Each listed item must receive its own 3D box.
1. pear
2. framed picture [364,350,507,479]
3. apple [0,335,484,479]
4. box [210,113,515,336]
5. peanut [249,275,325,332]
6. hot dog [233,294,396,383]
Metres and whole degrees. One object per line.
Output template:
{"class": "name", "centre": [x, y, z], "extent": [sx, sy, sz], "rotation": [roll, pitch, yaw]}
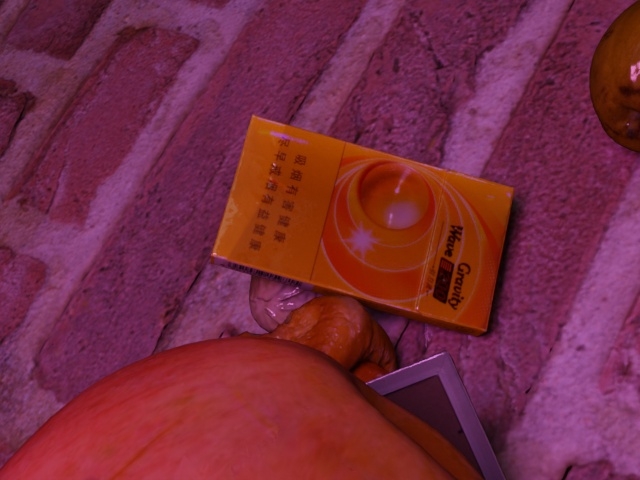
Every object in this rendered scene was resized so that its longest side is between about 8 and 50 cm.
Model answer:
{"class": "pear", "centre": [0.333, -0.159, 0.956], "extent": [0.148, 0.149, 0.162], "rotation": [27, 71, 34]}
{"class": "framed picture", "centre": [0.018, 0.245, 0.852], "extent": [0.296, 0.019, 0.232], "rotation": [-23, 98, 11]}
{"class": "apple", "centre": [-0.046, 0.235, 0.667], "extent": [0.363, 0.364, 0.364], "rotation": [-11, 57, 18]}
{"class": "box", "centre": [0.043, -0.015, 0.979], "extent": [0.269, 0.043, 0.153], "rotation": [16, 73, -3]}
{"class": "peanut", "centre": [0.000, 0.000, 1.043], "extent": [0.214, 0.098, 0.090], "rotation": [-53, 29, -15]}
{"class": "hot dog", "centre": [-0.044, 0.170, 0.937], "extent": [0.256, 0.150, 0.153], "rotation": [-26, 44, 8]}
